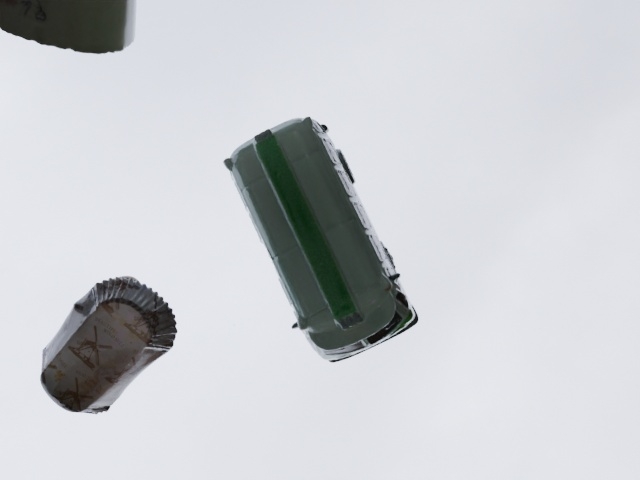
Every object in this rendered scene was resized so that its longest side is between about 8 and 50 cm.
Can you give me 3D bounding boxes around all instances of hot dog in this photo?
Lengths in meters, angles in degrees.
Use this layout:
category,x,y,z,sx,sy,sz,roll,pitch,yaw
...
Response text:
category,x,y,z,sx,sy,sz,roll,pitch,yaw
hot dog,-0.238,0.117,0.747,0.108,0.059,0.191,44,-67,-6

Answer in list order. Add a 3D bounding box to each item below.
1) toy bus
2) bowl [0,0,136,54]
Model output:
category,x,y,z,sx,sy,sz,roll,pitch,yaw
toy bus,0.000,0.000,0.787,0.133,0.164,0.276,-27,-98,7
bowl,-0.292,-0.308,0.744,0.211,0.211,0.112,28,-61,-3
